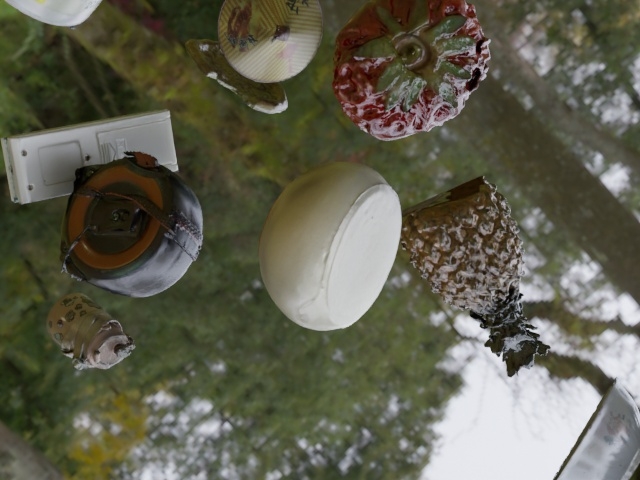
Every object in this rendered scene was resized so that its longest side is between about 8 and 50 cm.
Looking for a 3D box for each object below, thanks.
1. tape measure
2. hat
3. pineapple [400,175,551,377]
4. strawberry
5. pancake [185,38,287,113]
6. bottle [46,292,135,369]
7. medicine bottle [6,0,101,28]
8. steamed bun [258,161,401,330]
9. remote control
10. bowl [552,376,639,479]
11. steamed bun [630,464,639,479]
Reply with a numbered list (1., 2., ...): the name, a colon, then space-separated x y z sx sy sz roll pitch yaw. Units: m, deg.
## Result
1. tape measure: -0.281 -0.021 1.684 0.222 0.135 0.202 -2 -108 28
2. hat: -0.074 -0.357 1.949 0.193 0.193 0.082 -42 -155 -2
3. pineapple: 0.285 0.070 2.012 0.202 0.362 0.202 -28 -170 5
4. strawberry: 0.158 -0.356 2.285 0.317 0.295 0.345 -57 -165 2
5. pancake: -0.165 -0.331 2.278 0.029 0.235 0.212 -53 -160 25
6. bottle: -0.367 0.153 1.840 0.099 0.099 0.152 -44 -134 -14
7. medicine bottle: -0.327 -0.504 1.651 0.378 0.213 0.213 -44 -172 26
8. steamed bun: 0.000 0.000 1.540 0.145 0.232 0.232 21 -129 27
9. remote control: -0.358 -0.134 1.803 0.277 0.103 0.055 -16 -166 -36
10. bowl: 0.394 0.289 1.576 0.189 0.086 0.189 -53 165 -20
11. steamed bun: 0.554 0.386 1.647 0.352 0.339 0.247 -20 -139 -25
